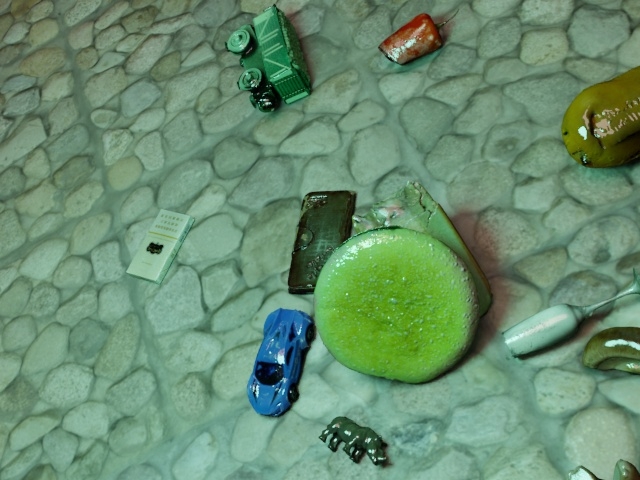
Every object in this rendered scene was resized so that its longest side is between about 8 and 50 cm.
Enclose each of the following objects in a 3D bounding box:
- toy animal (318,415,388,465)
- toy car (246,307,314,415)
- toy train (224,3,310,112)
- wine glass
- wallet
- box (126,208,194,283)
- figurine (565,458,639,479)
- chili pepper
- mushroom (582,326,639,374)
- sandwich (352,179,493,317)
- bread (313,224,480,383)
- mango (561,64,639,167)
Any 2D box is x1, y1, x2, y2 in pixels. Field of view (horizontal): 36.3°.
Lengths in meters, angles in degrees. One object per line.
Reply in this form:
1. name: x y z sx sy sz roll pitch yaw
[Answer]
1. toy animal: 0.066 0.354 1.715 0.135 0.047 0.065 20 63 40
2. toy car: -0.082 0.226 1.857 0.103 0.063 0.216 3 62 27
3. toy train: -0.123 -0.416 2.247 0.154 0.115 0.269 -27 51 16
4. wine glass: 0.430 0.132 1.663 0.262 0.074 0.074 -26 53 12
5. wallet: 0.000 0.000 1.978 0.121 0.031 0.232 -4 60 22
6. box: -0.352 0.012 2.149 0.090 0.024 0.167 13 67 32
7. figurine: 0.466 0.444 1.368 0.247 0.177 0.173 33 64 -8
8. chili pepper: 0.221 -0.446 2.117 0.192 0.084 0.086 -33 68 10
9. mushroom: 0.524 0.182 1.573 0.209 0.094 0.072 6 66 34
10. sandwich: 0.185 0.033 1.760 0.155 0.198 0.227 -35 51 2
11. bread: 0.134 0.116 1.700 0.301 0.301 0.045 -22 15 13
12. mango: 0.550 -0.234 1.782 0.248 0.156 0.151 -38 15 -1
